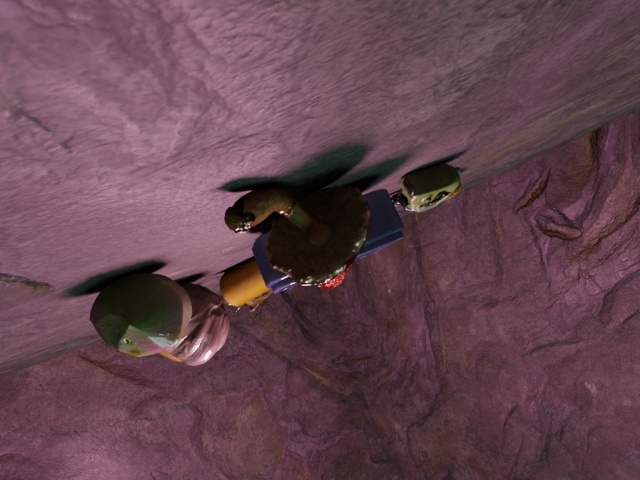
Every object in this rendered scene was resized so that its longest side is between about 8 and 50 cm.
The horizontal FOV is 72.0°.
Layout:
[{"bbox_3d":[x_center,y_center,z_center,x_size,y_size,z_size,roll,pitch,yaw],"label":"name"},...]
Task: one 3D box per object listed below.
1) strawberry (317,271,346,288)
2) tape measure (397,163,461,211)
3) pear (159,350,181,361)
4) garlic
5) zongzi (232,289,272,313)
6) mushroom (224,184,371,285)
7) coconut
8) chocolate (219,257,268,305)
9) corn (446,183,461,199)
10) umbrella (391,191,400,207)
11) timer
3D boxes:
[{"bbox_3d":[0.044,0.091,2.165,0.277,0.257,0.257,-37,173,11],"label":"strawberry"},{"bbox_3d":[0.325,-0.161,1.338,0.200,0.106,0.175,-23,162,-17],"label":"tape measure"},{"bbox_3d":[-0.594,0.373,1.907,0.309,0.309,0.309,-22,176,-2],"label":"pear"},{"bbox_3d":[-0.474,0.286,1.618,0.259,0.317,0.317,-36,173,13],"label":"garlic"},{"bbox_3d":[-0.289,0.189,2.235,0.418,0.181,0.447,-37,174,-8],"label":"zongzi"},{"bbox_3d":[-0.013,-0.039,0.822,0.233,0.208,0.301,-63,172,-12],"label":"mushroom"},{"bbox_3d":[-0.424,0.178,1.065,0.204,0.236,0.236,-57,177,-3],"label":"coconut"},{"bbox_3d":[-0.210,0.114,1.792,0.446,0.162,0.162,-29,173,23],"label":"chocolate"},{"bbox_3d":[0.493,-0.206,1.721,0.091,0.091,0.260,-22,178,33],"label":"corn"},{"bbox_3d":[0.280,-0.147,1.583,0.236,0.059,0.066,-25,-163,7],"label":"umbrella"},{"bbox_3d":[0.000,0.000,1.176,0.395,0.173,0.395,-24,175,-2],"label":"timer"}]
